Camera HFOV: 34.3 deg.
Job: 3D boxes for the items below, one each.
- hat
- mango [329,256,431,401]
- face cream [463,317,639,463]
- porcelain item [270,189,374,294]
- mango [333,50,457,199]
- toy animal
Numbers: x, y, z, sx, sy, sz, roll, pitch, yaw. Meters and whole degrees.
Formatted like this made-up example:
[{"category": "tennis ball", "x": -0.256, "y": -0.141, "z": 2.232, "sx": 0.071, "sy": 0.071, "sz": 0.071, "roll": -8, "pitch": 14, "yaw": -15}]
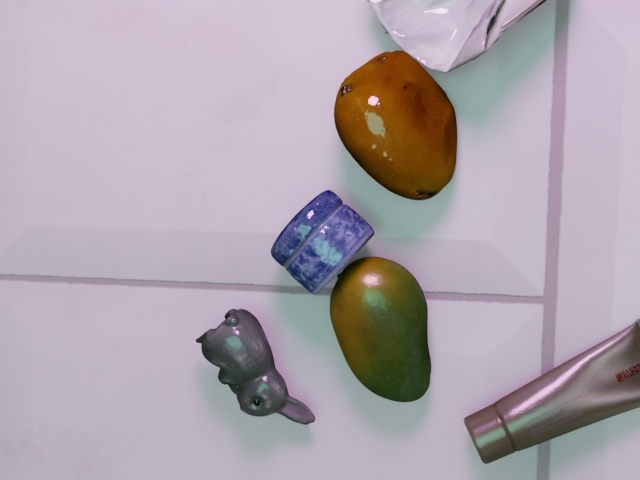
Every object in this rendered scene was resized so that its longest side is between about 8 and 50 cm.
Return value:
[{"category": "hat", "x": 0.229, "y": -0.422, "z": 1.595, "sx": 0.301, "sy": 0.168, "sz": 0.258, "roll": -32, "pitch": 92, "yaw": -14}, {"category": "mango", "x": 0.102, "y": 0.147, "z": 1.687, "sx": 0.156, "sy": 0.114, "sz": 0.251, "roll": -14, "pitch": 107, "yaw": -1}, {"category": "face cream", "x": 0.400, "y": 0.253, "z": 1.666, "sx": 0.341, "sy": 0.084, "sz": 0.137, "roll": -25, "pitch": 82, "yaw": 4}, {"category": "porcelain item", "x": 0.000, "y": 0.000, "z": 1.664, "sx": 0.114, "sy": 0.147, "sz": 0.147, "roll": 44, "pitch": 101, "yaw": 2}, {"category": "mango", "x": 0.118, "y": -0.164, "z": 1.628, "sx": 0.236, "sy": 0.136, "sz": 0.166, "roll": 43, "pitch": 58, "yaw": -17}, {"category": "toy animal", "x": -0.109, "y": 0.226, "z": 1.723, "sx": 0.108, "sy": 0.138, "sz": 0.236, "roll": -31, "pitch": 86, "yaw": -22}]
